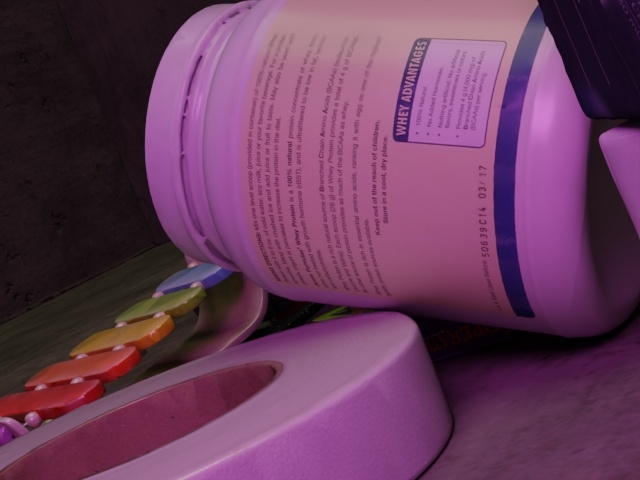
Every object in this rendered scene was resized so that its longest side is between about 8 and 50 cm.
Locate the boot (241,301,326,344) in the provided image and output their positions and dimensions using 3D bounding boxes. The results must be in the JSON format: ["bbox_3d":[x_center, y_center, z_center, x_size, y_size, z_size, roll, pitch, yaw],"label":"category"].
[{"bbox_3d":[-0.039,0.093,1.349,0.099,0.045,0.121,-18,8,47],"label":"boot"}]

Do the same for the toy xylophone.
[{"bbox_3d":[-0.193,0.116,1.313,0.236,0.081,0.322,-19,17,45],"label":"toy xylophone"}]

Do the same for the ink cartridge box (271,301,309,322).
[{"bbox_3d":[0.023,0.034,1.619,0.189,0.066,0.232,-23,2,-8],"label":"ink cartridge box"}]

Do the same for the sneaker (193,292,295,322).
[{"bbox_3d":[0.000,0.000,1.523,0.299,0.121,0.112,-13,20,17],"label":"sneaker"}]

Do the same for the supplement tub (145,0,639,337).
[{"bbox_3d":[0.064,-0.065,1.008,0.324,0.236,0.235,7,19,29],"label":"supplement tub"}]

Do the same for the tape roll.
[{"bbox_3d":[-0.106,0.150,0.910,0.392,0.072,0.392,-22,6,2],"label":"tape roll"}]

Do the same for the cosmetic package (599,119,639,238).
[{"bbox_3d":[0.328,-0.041,0.633,0.217,0.156,0.385,-26,8,-22],"label":"cosmetic package"}]

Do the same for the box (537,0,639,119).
[{"bbox_3d":[0.198,-0.222,0.596,0.212,0.294,0.395,-25,6,-3],"label":"box"}]

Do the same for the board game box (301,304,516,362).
[{"bbox_3d":[0.097,0.048,1.250,0.208,0.056,0.347,-24,4,22],"label":"board game box"}]
